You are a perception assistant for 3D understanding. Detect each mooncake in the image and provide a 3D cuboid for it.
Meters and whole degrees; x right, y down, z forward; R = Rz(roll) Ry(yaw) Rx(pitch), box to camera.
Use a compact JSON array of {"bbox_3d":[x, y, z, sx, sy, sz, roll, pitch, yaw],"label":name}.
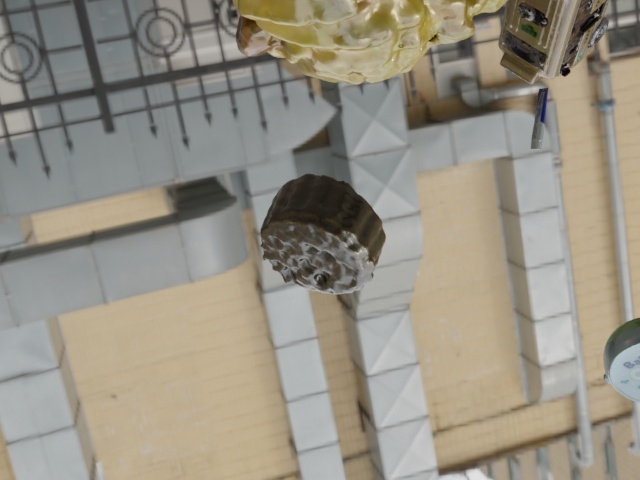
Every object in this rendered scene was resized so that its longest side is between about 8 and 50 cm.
[{"bbox_3d":[0.000,0.000,1.496,0.228,0.228,0.124,-2,-141,30],"label":"mooncake"}]

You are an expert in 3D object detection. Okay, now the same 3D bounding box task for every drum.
[{"bbox_3d":[0.445,0.199,1.048,0.130,0.253,0.049,-23,-154,28],"label":"drum"}]

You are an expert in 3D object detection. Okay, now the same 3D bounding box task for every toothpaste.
[{"bbox_3d":[0.298,-0.165,1.131,0.015,0.083,0.024,4,-175,-16],"label":"toothpaste"}]

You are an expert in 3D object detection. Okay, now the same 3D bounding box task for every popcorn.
[{"bbox_3d":[0.042,-0.264,0.760,0.332,0.265,0.225,-8,-129,-10],"label":"popcorn"}]

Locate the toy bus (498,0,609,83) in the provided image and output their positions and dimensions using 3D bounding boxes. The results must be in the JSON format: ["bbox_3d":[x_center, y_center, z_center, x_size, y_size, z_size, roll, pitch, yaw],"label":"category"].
[{"bbox_3d":[0.371,-0.384,1.296,0.139,0.289,0.157,40,-110,21],"label":"toy bus"}]
